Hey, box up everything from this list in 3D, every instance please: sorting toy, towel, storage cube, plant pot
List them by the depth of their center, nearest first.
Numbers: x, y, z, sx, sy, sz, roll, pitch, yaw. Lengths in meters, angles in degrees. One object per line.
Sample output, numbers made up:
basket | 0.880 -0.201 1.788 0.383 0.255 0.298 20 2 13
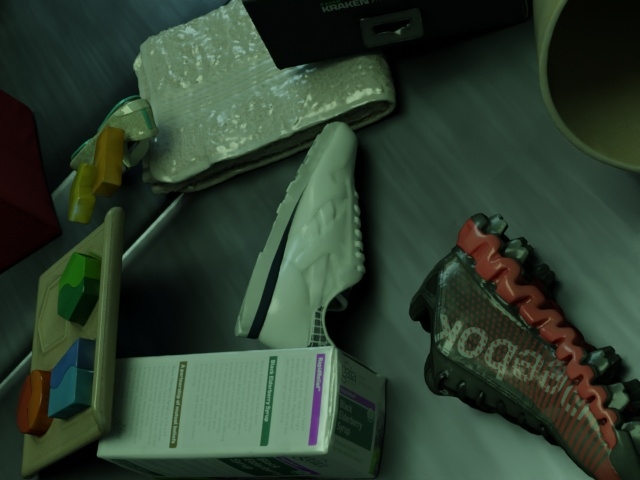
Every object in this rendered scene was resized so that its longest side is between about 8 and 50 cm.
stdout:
plant pot | 0.275 -0.236 1.078 0.256 0.256 0.274 -27 41 19
sorting toy | -0.242 0.056 1.297 0.229 0.041 0.307 -37 47 54
towel | -0.064 -0.164 1.351 0.282 0.049 0.187 -20 61 23
storage cube | -0.422 -0.066 1.436 0.215 0.193 0.183 -32 57 17

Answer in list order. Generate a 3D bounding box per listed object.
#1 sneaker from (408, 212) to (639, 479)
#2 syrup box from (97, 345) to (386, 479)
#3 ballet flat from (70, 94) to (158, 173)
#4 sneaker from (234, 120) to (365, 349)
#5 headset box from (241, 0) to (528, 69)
sneaker | 0.161 0.107 1.066 0.135 0.097 0.276 -41 52 9
syrup box | -0.069 0.154 1.187 0.237 0.093 0.096 -5 67 30
ballet flat | -0.210 -0.091 1.376 0.052 0.057 0.168 61 148 4
sneaker | 0.000 0.000 1.228 0.095 0.090 0.235 20 65 1
headset box | 0.050 -0.313 1.252 0.246 0.131 0.283 -11 66 9
